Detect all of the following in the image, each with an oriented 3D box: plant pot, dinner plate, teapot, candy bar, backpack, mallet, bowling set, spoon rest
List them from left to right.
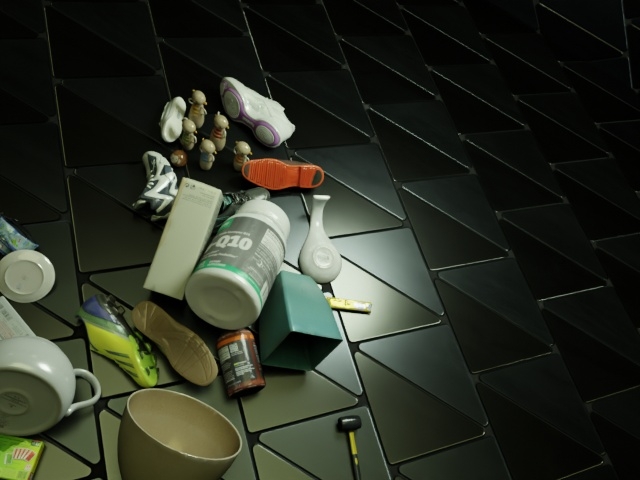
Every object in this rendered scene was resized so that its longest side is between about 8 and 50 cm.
[{"bbox_3d":[-0.821,-0.003,1.532,0.114,0.105,0.084,39,81,3],"label":"backpack"},{"bbox_3d":[-0.771,0.094,1.498,0.141,0.017,0.141,-3,99,-18],"label":"dinner plate"},{"bbox_3d":[-0.686,0.317,1.349,0.252,0.256,0.187,-12,29,-1],"label":"teapot"},{"bbox_3d":[-0.350,0.502,1.330,0.284,0.284,0.191,26,93,-2],"label":"plant pot"},{"bbox_3d":[-0.370,-0.309,1.807,0.287,0.154,0.200,42,58,8],"label":"bowling set"},{"bbox_3d":[-0.072,0.211,1.595,0.165,0.165,0.234,16,40,-31],"label":"plant pot"},{"bbox_3d":[0.000,0.000,1.811,0.137,0.084,0.276,3,75,-14],"label":"spoon rest"},{"bbox_3d":[0.084,0.197,1.752,0.161,0.018,0.040,8,64,-14],"label":"candy bar"},{"bbox_3d":[0.099,0.567,1.549,0.062,0.039,0.189,-7,70,-23],"label":"mallet"}]

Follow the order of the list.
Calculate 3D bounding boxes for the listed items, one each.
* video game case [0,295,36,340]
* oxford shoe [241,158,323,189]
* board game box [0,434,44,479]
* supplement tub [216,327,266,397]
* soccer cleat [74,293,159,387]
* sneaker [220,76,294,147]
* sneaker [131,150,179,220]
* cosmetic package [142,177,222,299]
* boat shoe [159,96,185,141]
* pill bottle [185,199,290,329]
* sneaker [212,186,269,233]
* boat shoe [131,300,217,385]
[{"bbox_3d":[-0.818,0.259,1.435,0.190,0.022,0.173,46,59,9],"label":"video game case"},{"bbox_3d":[-0.131,-0.221,1.874,0.271,0.097,0.098,5,18,-24],"label":"oxford shoe"},{"bbox_3d":[-0.745,0.493,1.316,0.181,0.043,0.092,15,58,-9],"label":"board game box"},{"bbox_3d":[-0.219,0.312,1.543,0.106,0.106,0.198,-9,65,-21],"label":"supplement tub"},{"bbox_3d":[-0.529,0.273,1.495,0.121,0.093,0.289,-38,81,1],"label":"soccer cleat"},{"bbox_3d":[-0.219,-0.446,1.973,0.305,0.114,0.152,45,45,5],"label":"sneaker"},{"bbox_3d":[-0.509,-0.155,1.713,0.153,0.094,0.235,-25,82,-36],"label":"sneaker"},{"bbox_3d":[-0.368,-0.001,1.570,0.113,0.160,0.309,20,83,-5],"label":"cosmetic package"},{"bbox_3d":[-0.493,-0.391,1.870,0.063,0.066,0.184,-12,59,27],"label":"boat shoe"},{"bbox_3d":[-0.212,0.054,1.589,0.204,0.204,0.361,24,39,-3],"label":"pill bottle"},{"bbox_3d":[-0.261,-0.102,1.758,0.267,0.106,0.101,-30,72,-30],"label":"sneaker"},{"bbox_3d":[-0.378,0.271,1.523,0.285,0.092,0.103,38,81,9],"label":"boat shoe"}]
